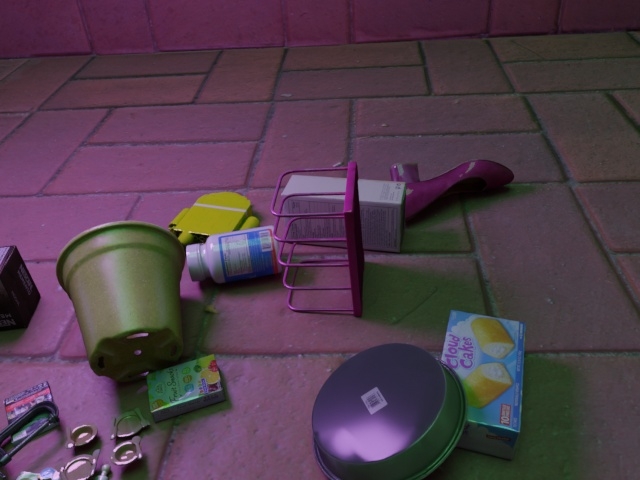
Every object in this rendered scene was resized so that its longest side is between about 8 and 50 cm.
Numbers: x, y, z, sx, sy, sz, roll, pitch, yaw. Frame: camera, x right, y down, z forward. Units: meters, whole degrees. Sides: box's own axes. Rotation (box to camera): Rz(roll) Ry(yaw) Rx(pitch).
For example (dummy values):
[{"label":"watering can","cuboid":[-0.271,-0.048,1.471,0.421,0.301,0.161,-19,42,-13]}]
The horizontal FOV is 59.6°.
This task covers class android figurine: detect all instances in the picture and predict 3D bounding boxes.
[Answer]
[{"label":"android figurine","cuboid":[-0.294,-0.051,1.564,0.248,0.056,0.273,7,39,15]}]

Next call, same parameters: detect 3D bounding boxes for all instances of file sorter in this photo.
[{"label":"file sorter","cuboid":[0.000,0.000,1.277,0.182,0.291,0.202,-2,37,8]}]

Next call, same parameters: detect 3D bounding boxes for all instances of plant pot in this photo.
[{"label":"plant pot","cuboid":[-0.401,0.143,1.177,0.275,0.276,0.254,-15,49,-14]}]

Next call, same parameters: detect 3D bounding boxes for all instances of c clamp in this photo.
[{"label":"c clamp","cuboid":[-0.547,0.363,1.033,0.137,0.022,0.161,-1,32,35]}]

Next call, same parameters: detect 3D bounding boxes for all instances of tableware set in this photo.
[{"label":"tableware set","cuboid":[-0.397,0.373,1.024,0.168,0.020,0.141,-13,29,-16]}]

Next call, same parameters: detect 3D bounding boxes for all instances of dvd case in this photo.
[{"label":"dvd case","cuboid":[-0.574,0.340,1.110,0.087,0.013,0.119,-24,40,-23]}]

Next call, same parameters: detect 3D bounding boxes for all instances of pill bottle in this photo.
[{"label":"pill bottle","cuboid":[-0.212,0.039,1.381,0.221,0.124,0.124,-9,37,-6]}]

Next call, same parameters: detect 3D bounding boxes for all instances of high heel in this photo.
[{"label":"high heel","cuboid":[0.381,-0.127,1.592,0.376,0.127,0.182,-2,66,-4]}]

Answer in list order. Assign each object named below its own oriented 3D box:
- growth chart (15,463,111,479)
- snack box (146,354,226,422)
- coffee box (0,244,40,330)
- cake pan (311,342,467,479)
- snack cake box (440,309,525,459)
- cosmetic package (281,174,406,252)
[{"label":"growth chart","cuboid":[-0.485,0.457,0.941,0.237,0.021,0.172,-6,36,-3]},{"label":"snack box","cuboid":[-0.270,0.294,1.120,0.141,0.037,0.100,-15,37,-13]},{"label":"coffee box","cuboid":[-0.841,0.124,1.295,0.297,0.168,0.119,-6,37,-4]},{"label":"cake pan","cuboid":[0.107,0.294,0.982,0.293,0.054,0.293,-22,30,14]},{"label":"snack cake box","cuboid":[0.300,0.263,1.062,0.152,0.089,0.264,9,39,16]},{"label":"cosmetic package","cuboid":[0.065,-0.072,1.472,0.309,0.160,0.113,7,37,13]}]
